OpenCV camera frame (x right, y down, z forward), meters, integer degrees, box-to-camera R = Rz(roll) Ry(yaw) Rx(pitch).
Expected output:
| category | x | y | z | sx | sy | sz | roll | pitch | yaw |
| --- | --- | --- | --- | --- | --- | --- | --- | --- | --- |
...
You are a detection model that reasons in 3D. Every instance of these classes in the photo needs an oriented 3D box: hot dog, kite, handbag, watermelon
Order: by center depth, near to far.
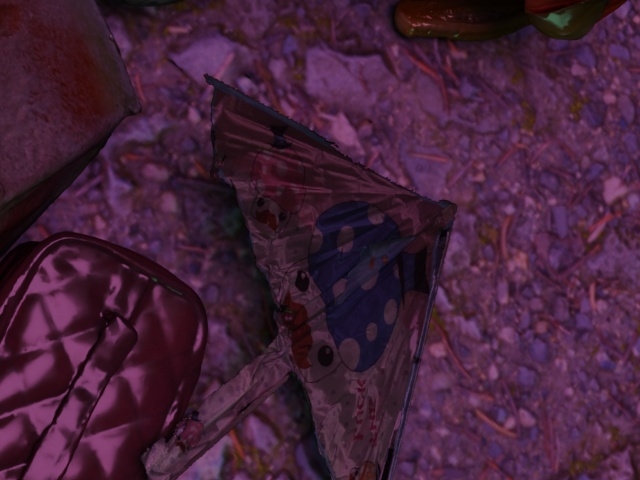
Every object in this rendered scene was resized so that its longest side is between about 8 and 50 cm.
| category | x | y | z | sx | sy | sz | roll | pitch | yaw |
| --- | --- | --- | --- | --- | --- | --- | --- | --- | --- |
| watermelon | -0.276 | -0.053 | 0.709 | 0.387 | 0.258 | 0.228 | -41 | 96 | -16 |
| handbag | -0.177 | 0.105 | 0.798 | 0.146 | 0.135 | 0.225 | 33 | 71 | -21 |
| kite | -0.002 | 0.057 | 0.874 | 0.368 | 0.014 | 0.406 | -39 | 121 | -41 |
| hot dog | 0.123 | -0.184 | 1.005 | 0.137 | 0.028 | 0.044 | -11 | 68 | -24 |

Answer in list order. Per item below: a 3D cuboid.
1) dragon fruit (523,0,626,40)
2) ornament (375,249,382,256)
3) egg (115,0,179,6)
| category | x | y | z | sx | sy | sz | roll | pitch | yaw |
| --- | --- | --- | --- | --- | --- | --- | --- | --- | --- |
| dragon fruit | 0.193 | -0.265 | 0.893 | 0.224 | 0.227 | 0.224 | 4 | 79 | -22 |
| ornament | -0.003 | -0.001 | 0.925 | 0.092 | 0.041 | 0.068 | -21 | 100 | -39 |
| egg | -0.139 | -0.237 | 0.852 | 0.172 | 0.132 | 0.132 | 26 | 75 | -5 |
